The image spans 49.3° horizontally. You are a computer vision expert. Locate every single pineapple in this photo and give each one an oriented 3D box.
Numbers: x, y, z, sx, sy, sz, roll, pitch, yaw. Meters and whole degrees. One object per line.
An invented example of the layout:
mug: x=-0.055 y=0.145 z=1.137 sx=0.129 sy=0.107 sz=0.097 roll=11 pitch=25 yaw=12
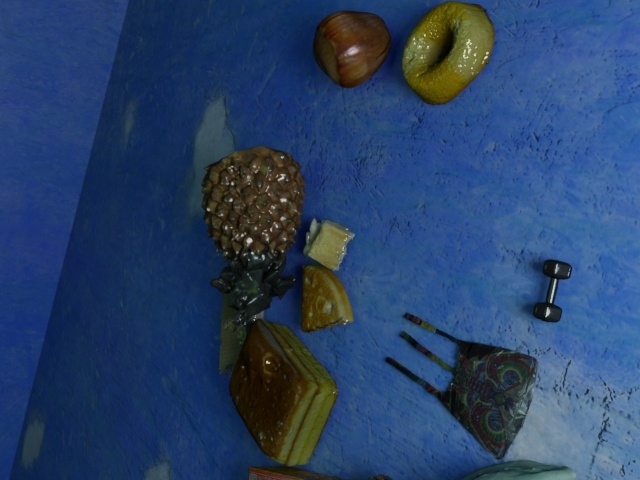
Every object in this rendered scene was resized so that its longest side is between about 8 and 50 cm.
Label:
pineapple: x=-0.131 y=0.006 z=1.410 sx=0.222 sy=0.222 sz=0.358 roll=-16 pitch=73 yaw=50

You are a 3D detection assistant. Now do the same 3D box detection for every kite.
kite: x=0.198 y=0.198 z=1.054 sx=0.285 sy=0.015 sz=0.152 roll=26 pitch=100 yaw=53

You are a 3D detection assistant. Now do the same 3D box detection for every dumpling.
dumpling: x=0.218 y=0.337 z=0.891 sx=0.216 sy=0.105 sz=0.149 roll=-34 pitch=42 yaw=-1

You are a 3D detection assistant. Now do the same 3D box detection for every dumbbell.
dumbbell: x=0.309 y=0.068 z=0.930 sx=0.035 sy=0.040 sz=0.083 roll=13 pitch=90 yaw=24

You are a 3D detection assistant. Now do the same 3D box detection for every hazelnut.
hazelnut: x=0.062 y=-0.368 z=1.333 sx=0.150 sy=0.150 sz=0.150 roll=-21 pitch=63 yaw=48

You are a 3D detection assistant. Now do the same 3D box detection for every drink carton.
drink carton: x=-0.035 y=0.444 z=1.218 sx=0.222 sy=0.096 sz=0.071 roll=-12 pitch=70 yaw=51

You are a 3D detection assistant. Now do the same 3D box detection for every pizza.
pizza: x=0.005 y=0.122 z=1.313 sx=0.178 sy=0.041 sz=0.131 roll=34 pitch=110 yaw=50

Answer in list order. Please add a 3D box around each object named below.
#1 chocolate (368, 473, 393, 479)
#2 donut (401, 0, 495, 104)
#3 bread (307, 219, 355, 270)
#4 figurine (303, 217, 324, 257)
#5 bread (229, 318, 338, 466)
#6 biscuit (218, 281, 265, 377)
chocolate: x=0.059 y=0.510 z=1.098 sx=0.102 sy=0.065 sz=0.329 roll=32 pitch=108 yaw=19
donut: x=0.204 y=-0.318 z=1.167 sx=0.178 sy=0.065 sz=0.162 roll=-51 pitch=44 yaw=30
bread: x=0.019 y=0.008 z=1.317 sx=0.070 sy=0.035 sz=0.083 roll=25 pitch=101 yaw=18
figurine: x=0.000 y=0.000 z=1.361 sx=0.050 sy=0.047 sz=0.083 roll=26 pitch=105 yaw=43
bread: x=-0.081 y=0.282 z=1.320 sx=0.234 sy=0.110 sz=0.184 roll=39 pitch=111 yaw=50
biscuit: x=-0.169 y=0.180 z=1.511 sx=0.108 sy=0.061 sz=0.239 roll=-20 pitch=64 yaw=49
